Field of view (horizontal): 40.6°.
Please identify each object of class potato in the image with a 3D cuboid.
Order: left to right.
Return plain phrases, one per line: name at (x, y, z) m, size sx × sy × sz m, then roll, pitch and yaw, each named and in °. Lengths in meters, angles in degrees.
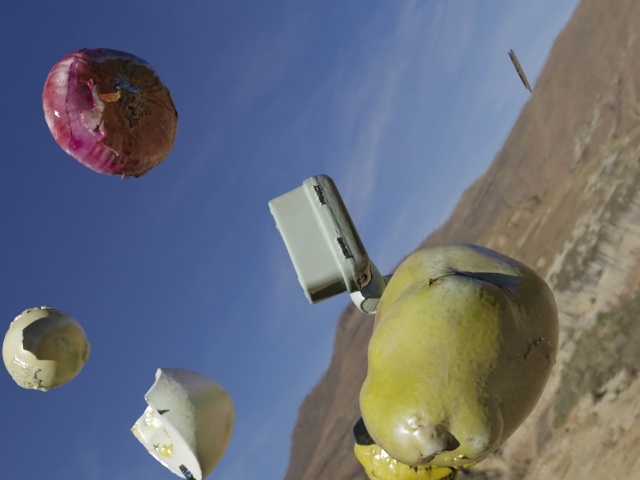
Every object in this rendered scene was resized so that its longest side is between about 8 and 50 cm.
potato at (0.163, 0.140, 1.043) m, size 0.202 × 0.218 × 0.351 m, roll -58°, pitch 2°, yaw 36°

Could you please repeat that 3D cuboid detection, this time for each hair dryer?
hair dryer at (0.147, 0.049, 1.755) m, size 0.237 × 0.206 × 0.075 m, roll 0°, pitch -44°, yaw -25°

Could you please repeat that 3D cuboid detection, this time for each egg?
egg at (-0.528, 0.206, 1.660) m, size 0.164 × 0.164 × 0.201 m, roll -57°, pitch 9°, yaw -22°
egg at (-0.259, 0.363, 1.762) m, size 0.162 × 0.206 × 0.271 m, roll -42°, pitch -17°, yaw -30°

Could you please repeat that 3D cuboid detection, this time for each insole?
insole at (0.336, -0.284, 1.453) m, size 0.005 × 0.086 × 0.253 m, roll -27°, pitch 4°, yaw 18°

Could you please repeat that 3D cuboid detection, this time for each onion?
onion at (-0.537, -0.305, 2.167) m, size 0.285 × 0.347 × 0.347 m, roll -31°, pitch 12°, yaw 43°

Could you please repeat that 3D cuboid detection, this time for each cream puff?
cream puff at (0.253, 0.487, 2.044) m, size 0.270 × 0.323 × 0.274 m, roll -8°, pitch 64°, yaw 58°

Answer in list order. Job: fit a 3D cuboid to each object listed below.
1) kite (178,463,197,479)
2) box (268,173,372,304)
kite at (-0.162, 0.519, 1.424) m, size 0.169 × 0.310 × 0.015 m, roll -46°, pitch -13°, yaw -28°
box at (0.000, 0.000, 1.554) m, size 0.129 × 0.210 × 0.148 m, roll -22°, pitch -21°, yaw -2°
